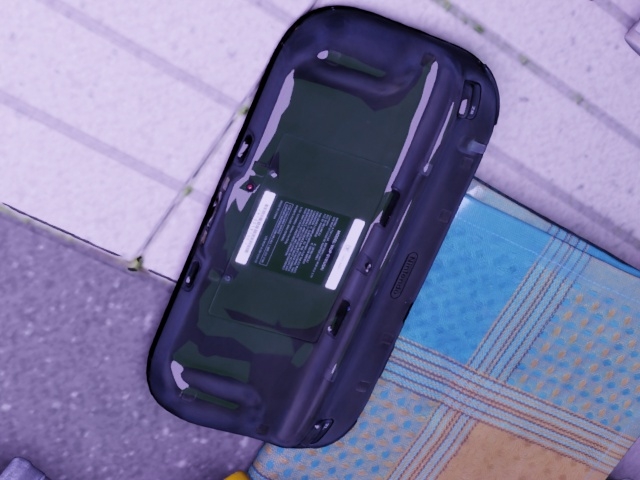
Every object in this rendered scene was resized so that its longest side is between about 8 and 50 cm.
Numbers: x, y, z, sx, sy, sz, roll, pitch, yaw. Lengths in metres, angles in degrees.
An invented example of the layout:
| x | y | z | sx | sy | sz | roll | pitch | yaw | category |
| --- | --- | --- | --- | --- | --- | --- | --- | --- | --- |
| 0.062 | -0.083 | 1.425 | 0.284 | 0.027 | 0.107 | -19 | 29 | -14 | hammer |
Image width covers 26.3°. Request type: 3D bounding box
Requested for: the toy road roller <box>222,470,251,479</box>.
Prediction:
| x | y | z | sx | sy | sz | roll | pitch | yaw | category |
| --- | --- | --- | --- | --- | --- | --- | --- | --- | --- |
| -0.115 | 0.349 | 1.017 | 0.330 | 0.202 | 0.240 | -35 | 168 | -20 | toy road roller |

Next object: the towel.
| x | y | z | sx | sy | sz | roll | pitch | yaw | category |
| --- | --- | --- | --- | --- | --- | --- | --- | --- | --- |
| 0.110 | 0.148 | 1.081 | 0.271 | 0.040 | 0.370 | 27 | 107 | -19 | towel |

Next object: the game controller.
| x | y | z | sx | sy | sz | roll | pitch | yaw | category |
| --- | --- | --- | --- | --- | --- | --- | --- | --- | --- |
| 0.000 | 0.000 | 0.952 | 0.167 | 0.067 | 0.319 | 20 | 106 | -16 | game controller |

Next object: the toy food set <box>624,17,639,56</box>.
| x | y | z | sx | sy | sz | roll | pitch | yaw | category |
| --- | --- | --- | --- | --- | --- | --- | --- | --- | --- |
| 0.235 | -0.191 | 0.925 | 0.104 | 0.111 | 0.232 | -49 | 126 | 7 | toy food set |

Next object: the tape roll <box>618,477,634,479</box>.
| x | y | z | sx | sy | sz | roll | pitch | yaw | category |
| --- | --- | --- | --- | --- | --- | --- | --- | --- | --- |
| 0.167 | 0.369 | 1.157 | 0.392 | 0.072 | 0.392 | -41 | 155 | -24 | tape roll |

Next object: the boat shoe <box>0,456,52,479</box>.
| x | y | z | sx | sy | sz | roll | pitch | yaw | category |
| --- | --- | --- | --- | --- | --- | --- | --- | --- | --- |
| -0.282 | 0.265 | 0.954 | 0.102 | 0.108 | 0.301 | 45 | 108 | -7 | boat shoe |
